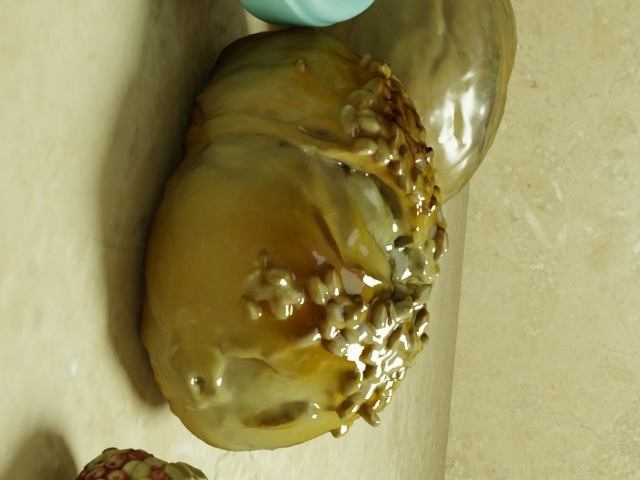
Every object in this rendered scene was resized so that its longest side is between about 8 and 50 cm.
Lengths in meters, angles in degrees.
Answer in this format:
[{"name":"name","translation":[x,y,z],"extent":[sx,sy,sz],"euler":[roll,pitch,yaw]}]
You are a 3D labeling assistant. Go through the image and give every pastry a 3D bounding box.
[{"name":"pastry","translation":[0.000,0.000,0.745],"extent":[0.284,0.184,0.316],"euler":[80,20,-52]}]

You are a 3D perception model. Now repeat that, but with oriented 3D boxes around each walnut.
[{"name":"walnut","translation":[0.075,-0.153,0.945],"extent":[0.225,0.224,0.261],"euler":[-67,164,-50]}]

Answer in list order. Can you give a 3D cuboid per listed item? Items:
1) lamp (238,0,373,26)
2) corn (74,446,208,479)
[{"name":"lamp","translation":[-0.017,-0.240,0.641],"extent":[0.284,0.147,0.210],"euler":[-66,157,-74]},{"name":"corn","translation":[-0.132,0.232,0.504],"extent":[0.290,0.098,0.098],"euler":[-66,158,-45]}]
